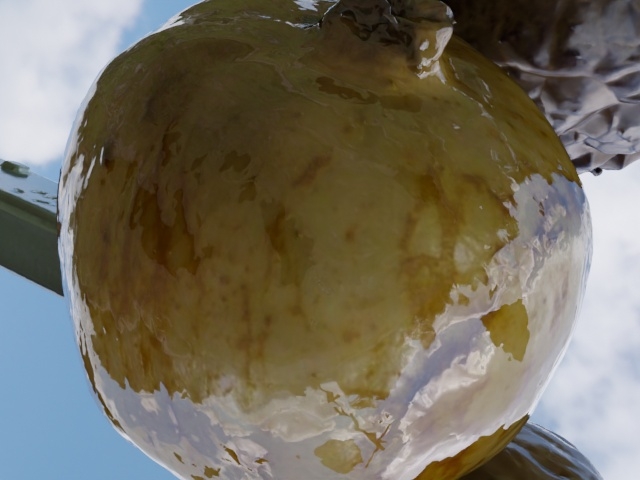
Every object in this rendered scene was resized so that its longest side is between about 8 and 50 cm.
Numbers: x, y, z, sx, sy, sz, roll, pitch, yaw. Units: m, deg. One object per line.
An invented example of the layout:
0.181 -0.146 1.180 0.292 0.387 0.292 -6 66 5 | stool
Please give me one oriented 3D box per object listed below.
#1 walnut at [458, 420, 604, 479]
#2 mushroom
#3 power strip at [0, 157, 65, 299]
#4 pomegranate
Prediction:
0.082 0.203 0.639 0.228 0.228 0.228 -19 -134 21 | walnut
0.130 -0.124 0.636 0.253 0.253 0.153 -6 -109 31 | mushroom
-0.188 -0.009 0.911 0.264 0.193 0.059 22 -81 22 | power strip
0.000 0.000 0.503 0.248 0.248 0.248 -19 -134 21 | pomegranate
